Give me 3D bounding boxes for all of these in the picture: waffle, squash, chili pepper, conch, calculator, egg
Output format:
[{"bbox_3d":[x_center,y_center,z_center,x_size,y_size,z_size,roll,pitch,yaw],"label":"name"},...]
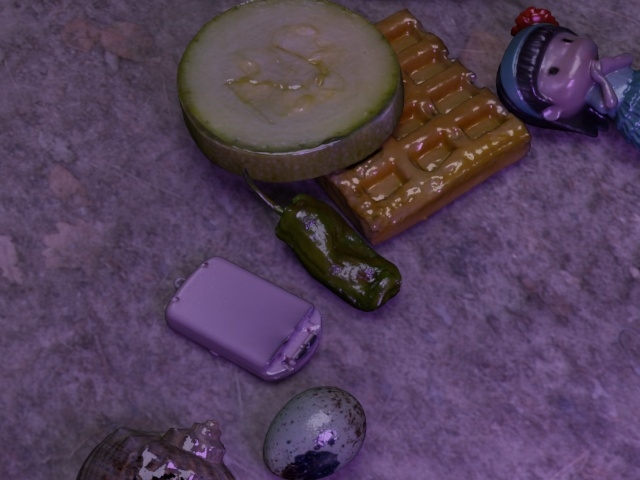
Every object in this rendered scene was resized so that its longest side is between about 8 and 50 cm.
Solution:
[{"bbox_3d":[0.079,-0.130,1.947,0.221,0.055,0.248,-30,57,-16],"label":"waffle"},{"bbox_3d":[-0.034,-0.176,1.924,0.252,0.049,0.252,-2,53,3],"label":"squash"},{"bbox_3d":[0.002,-0.002,1.850,0.204,0.073,0.072,42,48,16],"label":"chili pepper"},{"bbox_3d":[-0.173,0.248,1.679,0.207,0.130,0.155,-51,29,-4],"label":"conch"},{"bbox_3d":[-0.082,0.080,1.817,0.175,0.032,0.100,27,60,22],"label":"calculator"},{"bbox_3d":[-0.006,0.191,1.699,0.110,0.085,0.085,-34,59,-16],"label":"egg"}]

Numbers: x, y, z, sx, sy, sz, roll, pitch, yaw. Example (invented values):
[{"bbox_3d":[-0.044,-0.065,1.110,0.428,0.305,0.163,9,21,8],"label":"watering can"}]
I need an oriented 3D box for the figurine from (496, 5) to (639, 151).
[{"bbox_3d":[0.316,-0.171,1.935,0.245,0.110,0.138,20,48,14],"label":"figurine"}]
